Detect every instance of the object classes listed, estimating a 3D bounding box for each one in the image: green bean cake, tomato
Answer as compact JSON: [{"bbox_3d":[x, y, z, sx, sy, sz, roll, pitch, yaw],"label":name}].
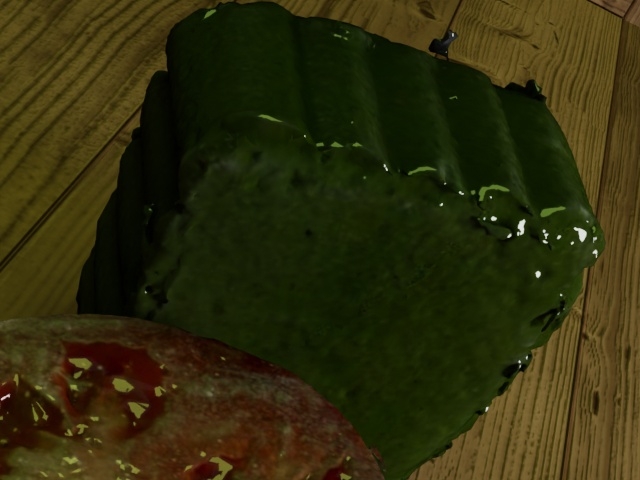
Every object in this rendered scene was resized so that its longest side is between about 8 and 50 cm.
[{"bbox_3d":[0.000,0.000,1.008,0.319,0.335,0.218,16,35,-24],"label":"green bean cake"},{"bbox_3d":[-0.121,0.200,0.808,0.338,0.143,0.338,16,36,-12],"label":"tomato"}]
